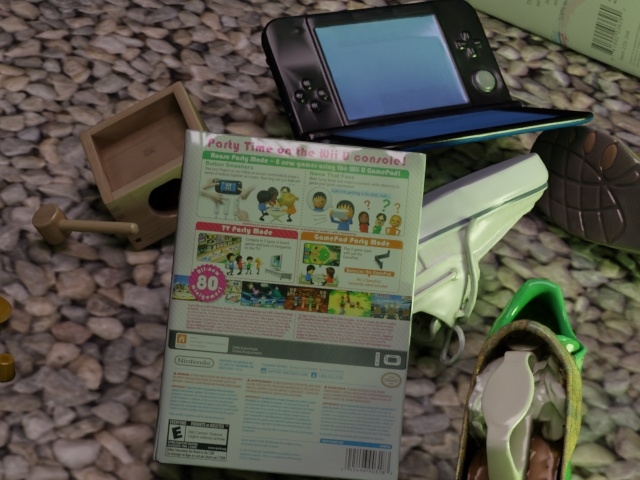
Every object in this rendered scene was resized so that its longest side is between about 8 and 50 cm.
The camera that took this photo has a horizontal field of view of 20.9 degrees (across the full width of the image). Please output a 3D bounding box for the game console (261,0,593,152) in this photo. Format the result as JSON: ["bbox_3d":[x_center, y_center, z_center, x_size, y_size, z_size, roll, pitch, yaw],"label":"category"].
[{"bbox_3d":[0.118,-0.190,1.970,0.293,0.173,0.250,-10,70,-27],"label":"game console"}]

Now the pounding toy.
[{"bbox_3d":[-0.200,-0.042,1.860,0.206,0.094,0.181,-28,45,1],"label":"pounding toy"}]

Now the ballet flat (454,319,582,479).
[{"bbox_3d":[0.159,0.223,1.490,0.123,0.123,0.348,11,60,4],"label":"ballet flat"}]

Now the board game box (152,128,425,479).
[{"bbox_3d":[-0.029,0.060,1.605,0.224,0.303,0.097,6,-2,-3],"label":"board game box"}]

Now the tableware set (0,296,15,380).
[{"bbox_3d":[-0.351,0.088,1.727,0.104,0.024,0.154,-16,43,-31],"label":"tableware set"}]

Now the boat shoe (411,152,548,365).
[{"bbox_3d":[0.099,0.051,1.747,0.367,0.156,0.136,-30,7,-22],"label":"boat shoe"}]

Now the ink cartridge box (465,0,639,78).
[{"bbox_3d":[0.358,-0.366,2.235,0.306,0.226,0.131,28,43,23],"label":"ink cartridge box"}]

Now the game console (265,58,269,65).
[{"bbox_3d":[0.028,-0.201,2.083,0.124,0.085,0.144,14,24,-48],"label":"game console"}]

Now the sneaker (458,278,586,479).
[{"bbox_3d":[0.193,0.148,1.660,0.109,0.123,0.295,7,40,-1],"label":"sneaker"}]

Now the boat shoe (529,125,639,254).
[{"bbox_3d":[0.365,-0.032,1.936,0.116,0.123,0.324,17,13,-48],"label":"boat shoe"}]
